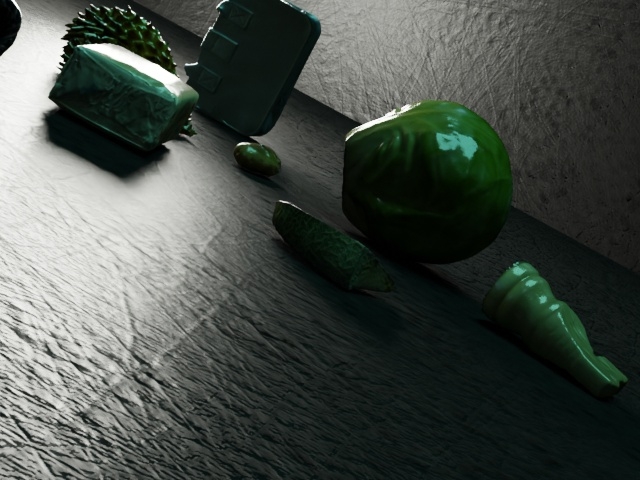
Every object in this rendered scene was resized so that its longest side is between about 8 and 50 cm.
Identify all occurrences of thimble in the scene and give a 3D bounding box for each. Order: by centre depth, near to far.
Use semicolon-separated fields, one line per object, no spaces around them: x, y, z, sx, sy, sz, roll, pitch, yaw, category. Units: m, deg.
-0.429;-0.280;1.900;0.104;0.095;0.066;39;3;-35;thimble

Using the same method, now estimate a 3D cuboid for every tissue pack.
-0.243;-0.183;1.915;0.148;0.092;0.196;28;10;-2;tissue pack

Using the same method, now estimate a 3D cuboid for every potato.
-0.089;-0.117;2.165;0.051;0.040;0.083;28;6;38;potato

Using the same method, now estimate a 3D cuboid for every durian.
-0.282;-0.231;2.144;0.252;0.144;0.139;24;-30;20;durian

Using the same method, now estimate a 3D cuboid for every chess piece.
0.297;0.122;1.898;0.200;0.090;0.090;45;16;28;chess piece

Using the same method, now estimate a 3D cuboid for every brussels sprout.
0.146;-0.078;2.103;0.244;0.244;0.244;27;9;-5;brussels sprout

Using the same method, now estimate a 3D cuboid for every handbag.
-0.119;-0.297;2.483;0.179;0.229;0.062;30;13;13;handbag

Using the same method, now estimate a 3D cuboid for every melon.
-0.002;-0.001;1.750;0.182;0.054;0.098;34;5;29;melon
